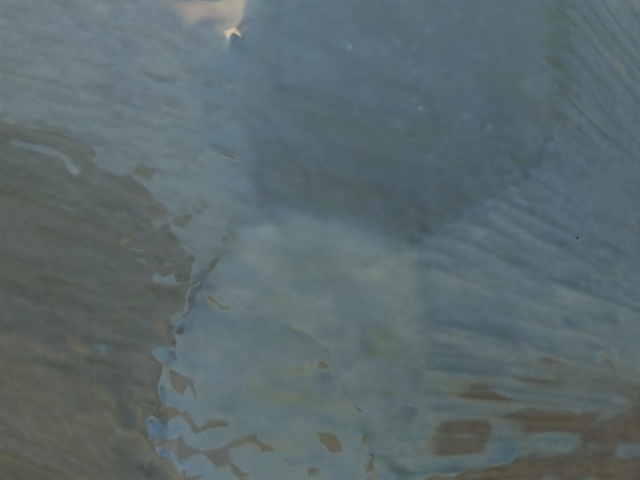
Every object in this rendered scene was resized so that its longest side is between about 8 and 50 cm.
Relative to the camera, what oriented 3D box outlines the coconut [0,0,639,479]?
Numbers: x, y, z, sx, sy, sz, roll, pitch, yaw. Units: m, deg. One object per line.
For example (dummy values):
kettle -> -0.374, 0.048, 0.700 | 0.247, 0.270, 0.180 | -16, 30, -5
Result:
coconut -> 0.000, 0.000, 0.435 | 0.266, 0.237, 0.237 | 22, 51, 23
